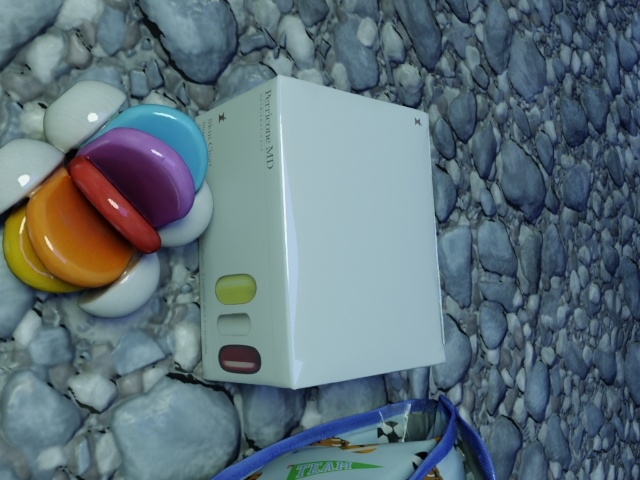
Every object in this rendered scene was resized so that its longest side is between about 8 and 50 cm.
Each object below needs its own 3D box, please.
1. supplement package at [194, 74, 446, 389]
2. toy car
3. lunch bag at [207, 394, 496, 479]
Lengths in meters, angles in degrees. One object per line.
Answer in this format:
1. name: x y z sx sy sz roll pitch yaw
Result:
1. supplement package: 0.000 0.000 0.608 0.204 0.145 0.262 2 82 -42
2. toy car: -0.157 -0.038 0.477 0.159 0.136 0.182 50 55 -24
3. lunch bag: 0.051 0.343 0.554 0.385 0.238 0.328 -2 84 -58
